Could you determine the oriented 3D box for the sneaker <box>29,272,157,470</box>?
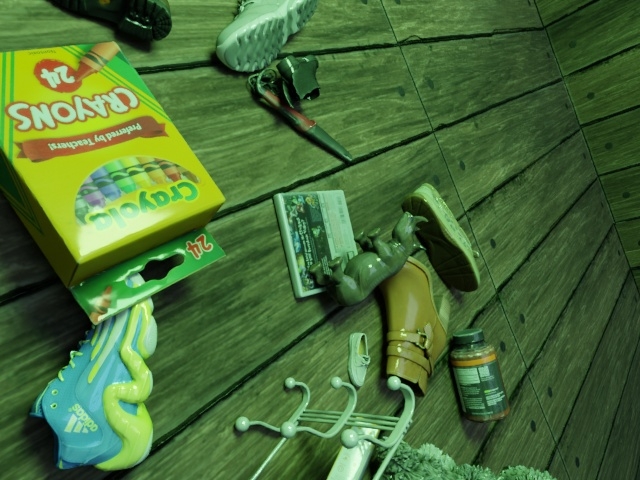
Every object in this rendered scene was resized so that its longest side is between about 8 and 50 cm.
[{"bbox_3d":[-0.265,0.149,0.542,0.126,0.091,0.240,2,73,-38],"label":"sneaker"}]

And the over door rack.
[{"bbox_3d":[-0.038,0.312,0.602,0.108,0.240,0.324,52,48,-20],"label":"over door rack"}]

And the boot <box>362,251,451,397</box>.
[{"bbox_3d":[0.157,0.167,0.940,0.283,0.109,0.220,46,55,-33],"label":"boot"}]

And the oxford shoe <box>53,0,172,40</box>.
[{"bbox_3d":[-0.326,-0.375,0.658,0.227,0.083,0.096,19,47,-39],"label":"oxford shoe"}]

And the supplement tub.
[{"bbox_3d":[0.365,0.309,1.075,0.106,0.106,0.197,-7,83,-44],"label":"supplement tub"}]

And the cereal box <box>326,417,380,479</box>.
[{"bbox_3d":[0.015,0.404,0.689,0.240,0.047,0.173,-55,160,-38],"label":"cereal box"}]

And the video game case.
[{"bbox_3d":[0.000,0.000,0.882,0.173,0.022,0.190,-9,85,-45],"label":"video game case"}]

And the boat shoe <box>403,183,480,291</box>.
[{"bbox_3d":[0.308,-0.006,1.115,0.089,0.105,0.285,-42,106,-39],"label":"boat shoe"}]

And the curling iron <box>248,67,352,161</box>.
[{"bbox_3d":[-0.027,-0.240,0.916,0.274,0.035,0.068,34,56,-31],"label":"curling iron"}]

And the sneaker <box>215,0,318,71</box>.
[{"bbox_3d":[-0.114,-0.414,0.867,0.115,0.105,0.281,31,56,7],"label":"sneaker"}]

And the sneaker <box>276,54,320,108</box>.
[{"bbox_3d":[-0.031,-0.308,0.896,0.089,0.051,0.170,57,30,-3],"label":"sneaker"}]

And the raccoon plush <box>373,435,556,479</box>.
[{"bbox_3d":[0.253,0.425,0.711,0.299,0.446,0.216,22,63,-7],"label":"raccoon plush"}]

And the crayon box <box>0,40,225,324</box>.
[{"bbox_3d":[-0.262,-0.085,0.563,0.202,0.081,0.318,-33,86,-44],"label":"crayon box"}]

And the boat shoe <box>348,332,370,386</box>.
[{"bbox_3d":[0.076,0.225,0.877,0.035,0.035,0.100,16,67,-40],"label":"boat shoe"}]

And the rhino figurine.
[{"bbox_3d":[0.105,0.029,0.854,0.243,0.073,0.106,-35,109,-14],"label":"rhino figurine"}]
